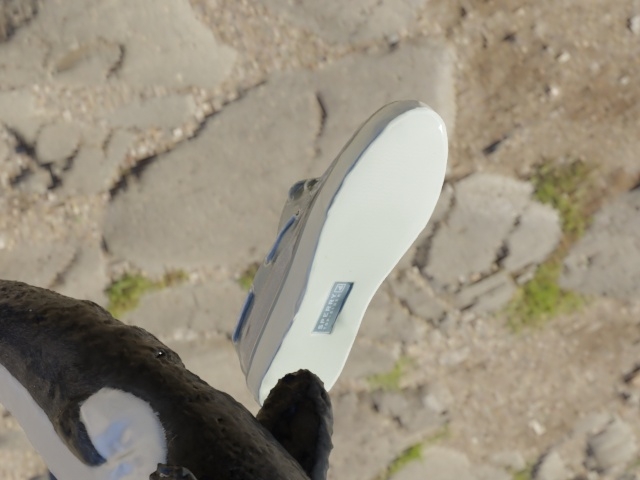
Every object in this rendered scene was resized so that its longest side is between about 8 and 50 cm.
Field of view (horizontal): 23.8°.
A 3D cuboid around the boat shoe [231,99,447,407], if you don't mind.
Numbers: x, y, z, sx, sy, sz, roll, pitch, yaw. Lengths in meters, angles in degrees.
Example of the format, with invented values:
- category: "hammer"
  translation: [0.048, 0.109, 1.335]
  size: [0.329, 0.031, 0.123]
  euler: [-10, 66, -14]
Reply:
- category: "boat shoe"
  translation: [0.001, 0.001, 0.963]
  size: [0.079, 0.081, 0.227]
  euler: [8, 119, -38]

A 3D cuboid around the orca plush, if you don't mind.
- category: "orca plush"
  translation: [-0.045, 0.089, 0.612]
  size: [0.102, 0.287, 0.151]
  euler: [-33, 139, -26]
